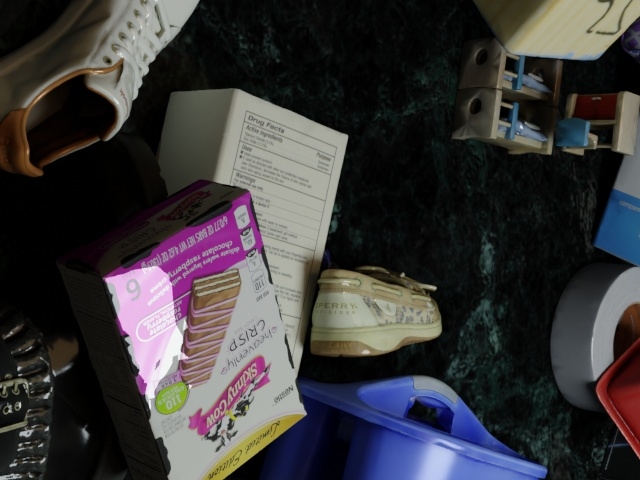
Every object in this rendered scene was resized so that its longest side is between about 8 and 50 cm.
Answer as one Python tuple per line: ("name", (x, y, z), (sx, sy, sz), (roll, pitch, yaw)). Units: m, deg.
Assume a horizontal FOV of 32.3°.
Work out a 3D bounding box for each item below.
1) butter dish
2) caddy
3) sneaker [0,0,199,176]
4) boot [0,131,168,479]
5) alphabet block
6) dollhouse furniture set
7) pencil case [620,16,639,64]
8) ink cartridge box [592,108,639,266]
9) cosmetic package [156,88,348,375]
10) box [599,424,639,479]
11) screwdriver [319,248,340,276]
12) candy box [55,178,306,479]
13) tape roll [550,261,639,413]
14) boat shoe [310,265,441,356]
("butter dish", (0.485, 0.215, 1.519), (0.160, 0.118, 0.160), (-35, 90, -35))
("caddy", (0.092, 0.232, 1.189), (0.341, 0.241, 0.179), (26, 82, -48))
("sneaker", (-0.181, -0.152, 0.974), (0.290, 0.123, 0.106), (-47, 146, -25))
("boot", (-0.269, 0.065, 0.919), (0.260, 0.131, 0.348), (8, 89, -43))
("alphabet block", (0.293, -0.350, 1.310), (0.192, 0.197, 0.193), (-6, 59, -43))
("dollhouse furniture set", (0.281, -0.179, 1.369), (0.129, 0.183, 0.129), (8, 88, -43))
("pencil case", (0.534, -0.277, 1.662), (0.206, 0.088, 0.086), (25, 75, -42))
("ink cartridge box", (0.599, -0.138, 1.602), (0.285, 0.166, 0.395), (5, 106, -39))
("cosmetic package", (-0.092, 0.021, 1.092), (0.160, 0.113, 0.309), (19, 80, -42))
("box", (0.523, 0.299, 1.660), (0.077, 0.147, 0.180), (36, 70, -39))
("screwdriver", (0.000, 0.000, 1.216), (0.024, 0.025, 0.170), (-15, 122, 2))
("candy box", (-0.110, 0.088, 0.940), (0.159, 0.071, 0.233), (-34, 124, -35))
("tape roll", (0.427, 0.143, 1.610), (0.219, 0.072, 0.219), (-5, 98, -42))
("boat shoe", (0.067, 0.067, 1.196), (0.285, 0.104, 0.089), (-7, 95, -73))
